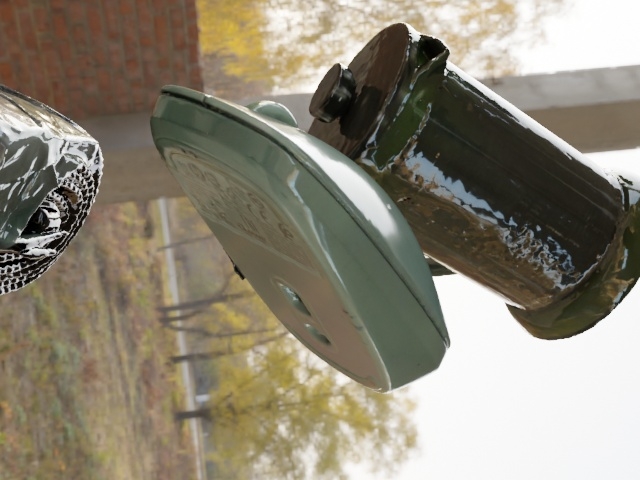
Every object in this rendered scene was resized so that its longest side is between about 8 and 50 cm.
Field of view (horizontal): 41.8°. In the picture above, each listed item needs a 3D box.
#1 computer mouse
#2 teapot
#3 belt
[{"bbox_3d":[0.004,-0.004,0.564,0.159,0.097,0.288,28,-23,42],"label":"computer mouse"},{"bbox_3d":[0.125,-0.050,0.848,0.270,0.337,0.200,-37,-151,48],"label":"teapot"},{"bbox_3d":[-0.296,-0.038,0.726,0.184,0.164,0.289,-56,174,7],"label":"belt"}]
